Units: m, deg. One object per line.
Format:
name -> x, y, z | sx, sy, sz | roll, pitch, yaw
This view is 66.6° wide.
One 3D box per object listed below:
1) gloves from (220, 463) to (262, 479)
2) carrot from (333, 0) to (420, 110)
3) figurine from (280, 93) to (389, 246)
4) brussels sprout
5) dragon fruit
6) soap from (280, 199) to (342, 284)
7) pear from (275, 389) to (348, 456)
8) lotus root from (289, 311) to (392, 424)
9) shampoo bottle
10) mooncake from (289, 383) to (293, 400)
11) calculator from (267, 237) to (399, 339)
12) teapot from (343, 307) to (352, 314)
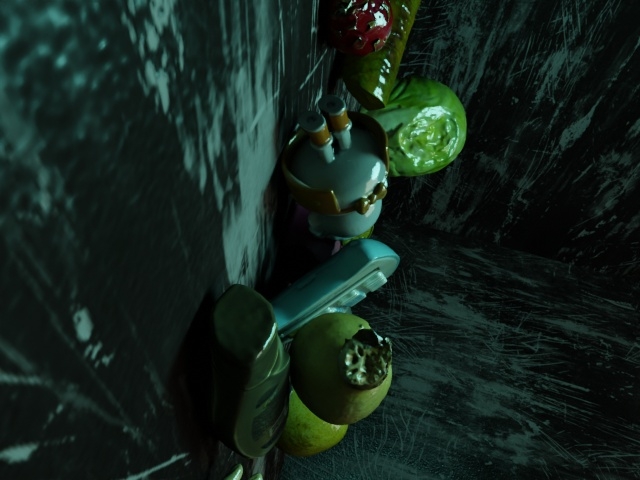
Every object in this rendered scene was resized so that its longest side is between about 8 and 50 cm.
gloves -> -0.131, 0.418, 0.666 | 0.164, 0.124, 0.203 | 134, -43, -53
carrot -> 0.107, -0.380, 0.848 | 0.114, 0.114, 0.301 | 68, 40, -81
figurine -> 0.034, -0.070, 0.652 | 0.271, 0.143, 0.143 | 62, 36, -40
brussels sprout -> 0.269, -0.347, 1.468 | 0.268, 0.344, 0.344 | 89, 15, -45
dragon fruit -> 0.053, -0.298, 0.678 | 0.190, 0.094, 0.094 | -69, 173, -82
soap -> 0.000, 0.000, 0.876 | 0.250, 0.099, 0.162 | 92, 15, -65
pear -> -0.030, 0.395, 1.135 | 0.209, 0.209, 0.208 | 15, 90, -84
lotus root -> 0.019, 0.180, 0.694 | 0.131, 0.146, 0.303 | -28, 170, -13
shampoo bottle -> -0.083, 0.172, 0.585 | 0.125, 0.084, 0.350 | -56, 165, -31
mooncake -> -0.091, 0.290, 0.886 | 0.130, 0.073, 0.125 | -64, 171, -54
calculator -> 0.019, 0.094, 0.809 | 0.256, 0.054, 0.386 | -35, 164, 3
teapot -> 0.011, 0.179, 1.324 | 0.239, 0.162, 0.149 | -107, -170, -51
